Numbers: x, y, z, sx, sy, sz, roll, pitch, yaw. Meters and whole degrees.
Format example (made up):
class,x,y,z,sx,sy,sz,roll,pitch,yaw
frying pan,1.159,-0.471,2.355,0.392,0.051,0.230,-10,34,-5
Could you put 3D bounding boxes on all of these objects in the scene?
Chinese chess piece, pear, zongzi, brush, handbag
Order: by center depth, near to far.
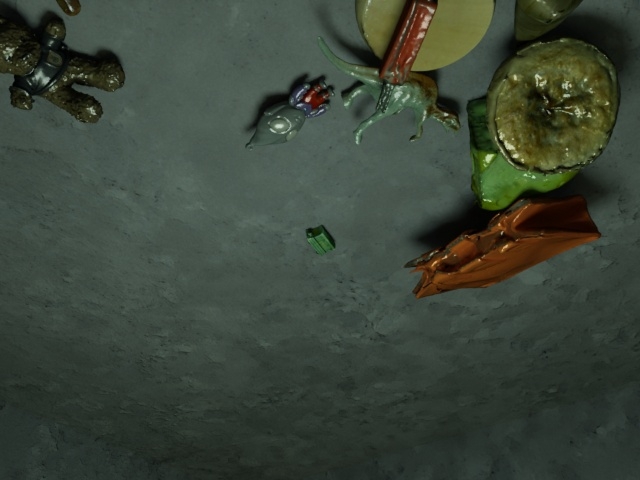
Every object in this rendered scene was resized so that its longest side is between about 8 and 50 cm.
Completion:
class,x,y,z,sx,sy,sz,roll,pitch,yaw
brush,0.146,-0.346,1.105,0.051,0.070,0.323,9,142,-8
zongzi,0.434,-0.466,1.118,0.115,0.256,0.228,38,95,10
Chinese chess piece,0.187,-0.428,1.137,0.250,0.097,0.251,-1,141,-1
pear,0.466,-0.190,1.378,0.281,0.176,0.286,-11,140,8
handbag,0.438,0.018,1.550,0.303,0.116,0.410,-2,158,-39

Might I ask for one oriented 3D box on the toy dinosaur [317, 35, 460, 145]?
class,x,y,z,sx,sy,sz,roll,pitch,yaw
toy dinosaur,0.119,-0.304,1.286,0.205,0.092,0.393,-26,133,28

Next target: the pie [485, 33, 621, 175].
class,x,y,z,sx,sy,sz,roll,pitch,yaw
pie,0.452,-0.258,1.220,0.274,0.055,0.274,0,102,0

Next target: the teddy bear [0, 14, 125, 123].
class,x,y,z,sx,sy,sz,roll,pitch,yaw
teddy bear,-0.524,-0.323,1.216,0.251,0.182,0.129,29,167,-33

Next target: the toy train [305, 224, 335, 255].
class,x,y,z,sx,sy,sz,roll,pitch,yaw
toy train,0.000,0.000,1.687,0.056,0.038,0.093,-24,135,15

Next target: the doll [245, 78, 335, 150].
class,x,y,z,sx,sy,sz,roll,pitch,yaw
doll,-0.073,-0.261,1.346,0.227,0.075,0.102,-33,142,16

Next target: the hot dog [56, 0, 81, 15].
class,x,y,z,sx,sy,sz,roll,pitch,yaw
hot dog,-0.463,-0.463,1.095,0.089,0.060,0.140,2,144,2
